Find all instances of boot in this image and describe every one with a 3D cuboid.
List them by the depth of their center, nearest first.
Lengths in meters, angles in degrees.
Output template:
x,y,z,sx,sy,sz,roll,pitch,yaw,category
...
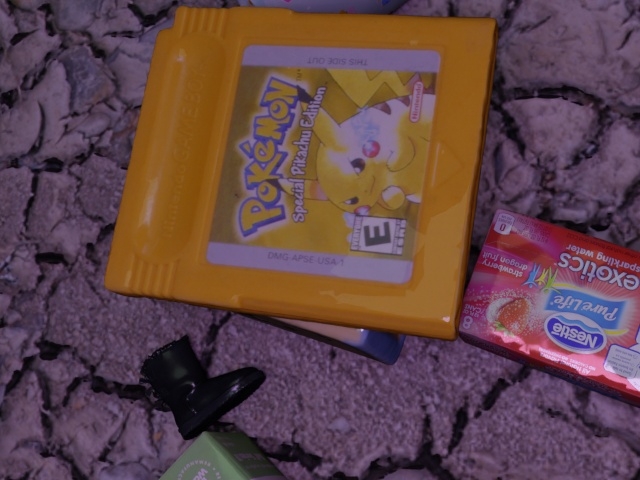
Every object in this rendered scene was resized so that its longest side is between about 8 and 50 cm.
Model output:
x,y,z,sx,sy,sz,roll,pitch,yaw,category
-0.132,0.148,0.995,0.121,0.045,0.099,-38,68,5,boot

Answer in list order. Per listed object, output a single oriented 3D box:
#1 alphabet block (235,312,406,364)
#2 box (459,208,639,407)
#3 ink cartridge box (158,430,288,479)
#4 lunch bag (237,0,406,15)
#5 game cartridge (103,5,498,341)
x,y,z,sx,sy,sz,roll,pitch,yaw,category
0.000,0.000,0.919,0.197,0.192,0.193,17,80,17,alphabet block
0.269,0.077,0.862,0.257,0.122,0.128,19,82,18,box
-0.045,0.380,0.874,0.353,0.119,0.207,42,90,20,ink cartridge box
-0.002,-0.324,0.957,0.223,0.262,0.160,-38,71,5,lunch bag
-0.018,-0.071,0.814,0.323,0.053,0.285,6,78,15,game cartridge
